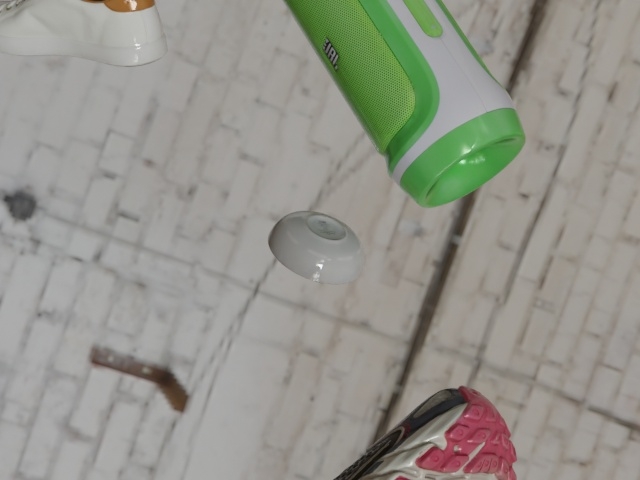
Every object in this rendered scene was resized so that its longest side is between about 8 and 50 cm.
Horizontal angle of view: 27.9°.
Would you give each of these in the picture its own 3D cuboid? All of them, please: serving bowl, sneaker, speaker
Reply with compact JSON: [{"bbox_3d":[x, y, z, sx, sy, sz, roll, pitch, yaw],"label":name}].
[{"bbox_3d":[0.000,0.000,1.057,0.083,0.083,0.027,-94,-157,-57],"label":"serving bowl"},{"bbox_3d":[-0.309,-0.287,1.539,0.106,0.290,0.123,-44,135,-49],"label":"sneaker"},{"bbox_3d":[0.056,-0.179,1.137,0.297,0.131,0.131,59,-37,17],"label":"speaker"},{"bbox_3d":[-0.020,0.186,0.703,0.299,0.121,0.112,-45,-135,7],"label":"sneaker"}]
